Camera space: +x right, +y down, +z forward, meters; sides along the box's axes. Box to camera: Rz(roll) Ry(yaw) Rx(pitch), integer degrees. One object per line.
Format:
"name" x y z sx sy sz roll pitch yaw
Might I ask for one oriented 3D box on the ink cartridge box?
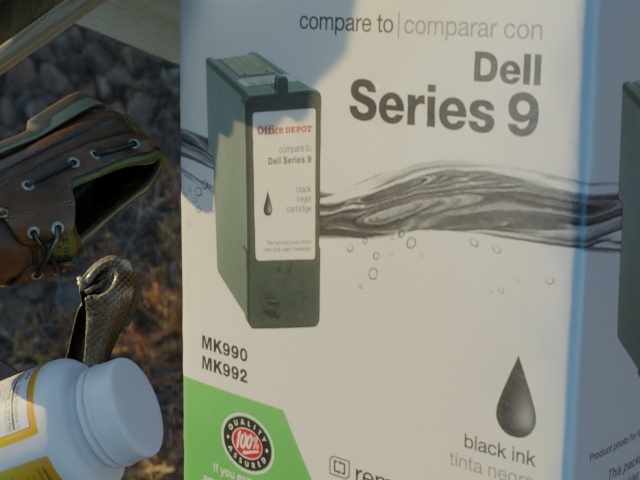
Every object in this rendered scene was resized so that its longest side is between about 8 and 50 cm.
"ink cartridge box" 0.048 -0.008 0.528 0.211 0.289 0.121 10 15 40

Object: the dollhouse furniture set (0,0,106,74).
"dollhouse furniture set" -0.174 -0.115 0.441 0.212 0.161 0.242 -29 18 21

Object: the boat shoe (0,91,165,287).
"boat shoe" -0.247 -0.021 1.035 0.104 0.111 0.307 30 50 12

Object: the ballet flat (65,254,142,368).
"ballet flat" -0.244 0.131 1.238 0.058 0.250 0.084 11 16 -36

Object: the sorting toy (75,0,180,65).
"sorting toy" -0.171 -0.318 1.193 0.257 0.089 0.255 22 89 -1

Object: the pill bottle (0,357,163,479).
"pill bottle" -0.241 0.169 0.998 0.215 0.117 0.117 -21 49 14

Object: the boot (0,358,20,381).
"boot" -0.384 0.176 1.307 0.222 0.338 0.118 23 80 41
